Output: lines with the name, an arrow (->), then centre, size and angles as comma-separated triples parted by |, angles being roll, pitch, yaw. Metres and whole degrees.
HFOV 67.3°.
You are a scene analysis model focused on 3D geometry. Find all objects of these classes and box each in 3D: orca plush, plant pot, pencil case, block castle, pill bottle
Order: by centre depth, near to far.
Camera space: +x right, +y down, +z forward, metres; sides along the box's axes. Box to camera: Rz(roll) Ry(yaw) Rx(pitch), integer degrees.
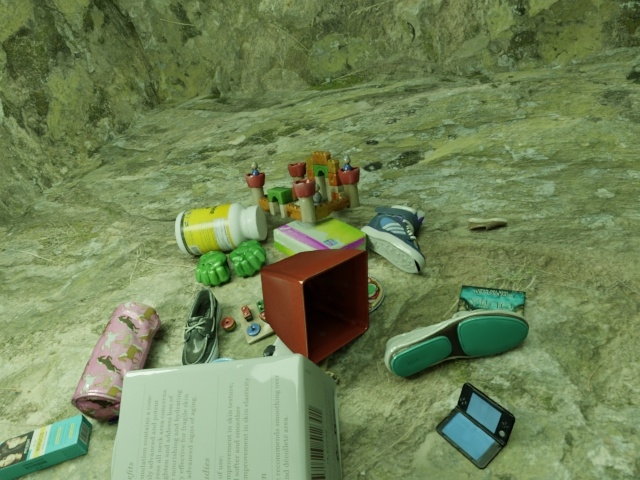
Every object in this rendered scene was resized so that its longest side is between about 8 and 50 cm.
orca plush -> -0.080, 0.380, 1.365 | 0.151, 0.102, 0.287 | -2, 24, -26
plant pot -> -0.032, 0.163, 1.427 | 0.235, 0.267, 0.267 | 16, 28, 41
pencil case -> -0.630, 0.368, 1.521 | 0.160, 0.167, 0.386 | -36, 31, 25
block castle -> -0.072, -0.231, 1.921 | 0.303, 0.213, 0.453 | -19, 21, -31
pill bottle -> -0.395, -0.049, 1.938 | 0.333, 0.188, 0.188 | -8, 38, 11

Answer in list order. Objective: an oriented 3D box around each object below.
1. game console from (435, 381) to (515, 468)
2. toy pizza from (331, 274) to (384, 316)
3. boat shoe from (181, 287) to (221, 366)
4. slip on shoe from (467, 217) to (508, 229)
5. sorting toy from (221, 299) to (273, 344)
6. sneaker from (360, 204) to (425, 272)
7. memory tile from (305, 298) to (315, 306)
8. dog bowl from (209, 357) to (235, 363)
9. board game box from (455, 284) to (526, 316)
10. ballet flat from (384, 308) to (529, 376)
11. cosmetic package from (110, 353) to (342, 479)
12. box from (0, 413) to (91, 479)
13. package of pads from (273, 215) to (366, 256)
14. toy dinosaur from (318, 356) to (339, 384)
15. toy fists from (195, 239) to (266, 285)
game console -> 0.363, 0.432, 1.135 | 0.085, 0.124, 0.144 | -9, 28, -37
toy pizza -> 0.112, 0.173, 1.596 | 0.201, 0.032, 0.201 | -10, 37, 8
boat shoe -> -0.398, 0.293, 1.560 | 0.121, 0.119, 0.335 | -13, 37, 4
slip on shoe -> 0.593, -0.057, 1.706 | 0.135, 0.051, 0.041 | 2, 80, 10
sorting toy -> -0.192, 0.247, 1.576 | 0.274, 0.046, 0.132 | -27, 46, -4
sneaker -> 0.311, -0.032, 1.700 | 0.236, 0.130, 0.323 | -36, 36, -18
memory tile -> -0.099, 0.219, 1.606 | 0.148, 0.012, 0.113 | -39, 48, -13
dog bowl -> -0.234, 0.431, 1.362 | 0.297, 0.074, 0.166 | 14, 47, 35
board game box -> 0.506, 0.193, 1.429 | 0.186, 0.026, 0.126 | 4, 41, 24
ballet flat -> 0.362, 0.261, 1.330 | 0.400, 0.139, 0.139 | -17, 37, 0
cosmetic package -> -0.177, 0.450, 1.025 | 0.393, 0.327, 0.329 | -8, 64, 11
box -> -0.792, 0.591, 1.375 | 0.244, 0.060, 0.100 | -19, 37, -3
package of pads -> 0.000, 0.000, 1.769 | 0.229, 0.101, 0.296 | -25, 35, -32
toy dinosaur -> 0.003, 0.379, 1.357 | 0.092, 0.053, 0.183 | 9, 44, 32
toy fists -> -0.341, 0.086, 1.823 | 0.279, 0.096, 0.142 | -16, 38, -2
